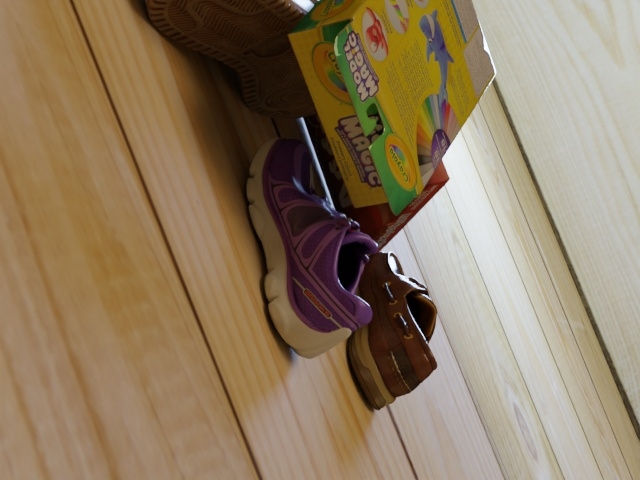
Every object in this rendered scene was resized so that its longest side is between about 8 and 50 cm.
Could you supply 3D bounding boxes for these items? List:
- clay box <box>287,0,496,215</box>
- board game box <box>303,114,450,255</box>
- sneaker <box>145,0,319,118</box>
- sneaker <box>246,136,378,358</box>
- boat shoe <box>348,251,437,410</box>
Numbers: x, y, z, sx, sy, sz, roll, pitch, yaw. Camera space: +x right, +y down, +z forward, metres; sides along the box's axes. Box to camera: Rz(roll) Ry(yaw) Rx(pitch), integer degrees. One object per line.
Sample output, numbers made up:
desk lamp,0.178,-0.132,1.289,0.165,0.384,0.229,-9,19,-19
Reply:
clay box,0.047,-0.116,1.133,0.222,0.053,0.127,-53,128,-53
board game box,0.014,-0.141,1.324,0.281,0.027,0.145,71,-25,16
sneaker,-0.047,-0.188,1.168,0.282,0.099,0.153,31,40,-65
sneaker,0.000,0.000,1.100,0.068,0.071,0.170,53,18,-49
boat shoe,0.058,0.059,1.265,0.178,0.060,0.064,-88,152,-63
